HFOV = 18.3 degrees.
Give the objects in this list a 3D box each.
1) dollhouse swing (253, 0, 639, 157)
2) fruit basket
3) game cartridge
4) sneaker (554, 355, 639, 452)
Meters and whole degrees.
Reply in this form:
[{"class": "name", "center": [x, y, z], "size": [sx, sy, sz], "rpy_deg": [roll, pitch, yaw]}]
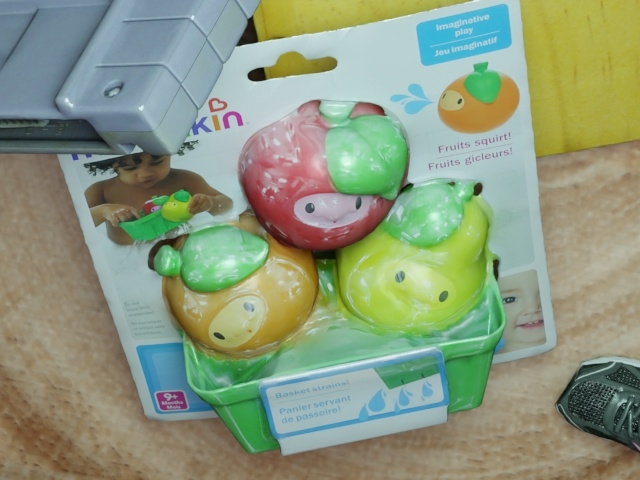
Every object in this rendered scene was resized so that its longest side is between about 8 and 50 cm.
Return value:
[{"class": "dollhouse swing", "center": [0.109, -0.268, 1.460], "size": [0.347, 0.305, 0.315], "rpy_deg": [-11, 145, 0]}, {"class": "fruit basket", "center": [0.000, 0.000, 1.408], "size": [0.327, 0.165, 0.353], "rpy_deg": [-11, 140, 0]}, {"class": "game cartridge", "center": [-0.191, -0.160, 1.316], "size": [0.068, 0.355, 0.230], "rpy_deg": [48, 56, -42]}, {"class": "sneaker", "center": [0.275, 0.145, 1.558], "size": [0.178, 0.077, 0.072], "rpy_deg": [17, 101, -5]}]
